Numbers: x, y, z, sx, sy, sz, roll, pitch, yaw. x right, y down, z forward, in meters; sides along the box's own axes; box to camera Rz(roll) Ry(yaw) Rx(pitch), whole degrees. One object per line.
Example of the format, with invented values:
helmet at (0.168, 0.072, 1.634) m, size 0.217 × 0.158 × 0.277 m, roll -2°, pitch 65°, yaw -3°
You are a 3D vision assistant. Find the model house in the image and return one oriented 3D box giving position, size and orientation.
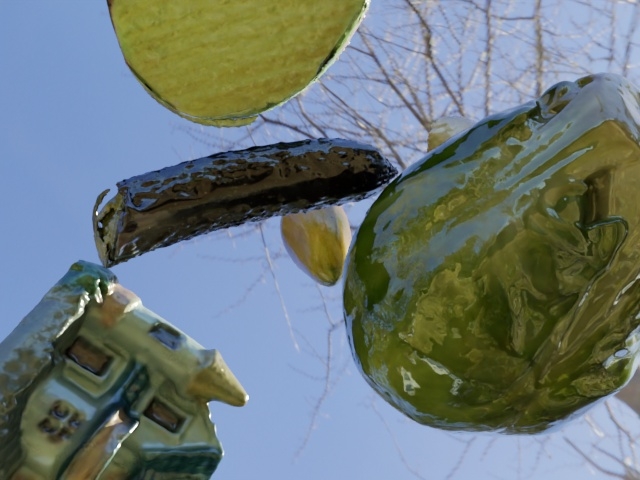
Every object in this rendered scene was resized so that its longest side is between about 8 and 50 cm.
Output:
model house at (-0.192, 0.219, 0.960) m, size 0.325 × 0.267 × 0.194 m, roll 34°, pitch -41°, yaw -1°

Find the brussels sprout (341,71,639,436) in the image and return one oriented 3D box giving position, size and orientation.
brussels sprout at (0.147, 0.013, 0.665) m, size 0.219 × 0.210 × 0.271 m, roll 28°, pitch -67°, yaw -35°

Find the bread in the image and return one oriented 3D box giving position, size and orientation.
bread at (-0.071, -0.250, 0.860) m, size 0.301 × 0.045 × 0.301 m, roll -3°, pitch -96°, yaw 29°

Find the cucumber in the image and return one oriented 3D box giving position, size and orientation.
cucumber at (-0.054, -0.041, 0.718) m, size 0.245 × 0.067 × 0.067 m, roll -17°, pitch -69°, yaw -20°

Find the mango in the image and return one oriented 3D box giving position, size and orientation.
mango at (-0.002, -0.005, 1.214) m, size 0.089 × 0.163 × 0.111 m, roll -18°, pitch -76°, yaw -9°

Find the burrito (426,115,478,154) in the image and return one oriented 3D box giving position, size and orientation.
burrito at (0.234, -0.017, 0.878) m, size 0.299 × 0.143 × 0.105 m, roll 24°, pitch -108°, yaw 11°
